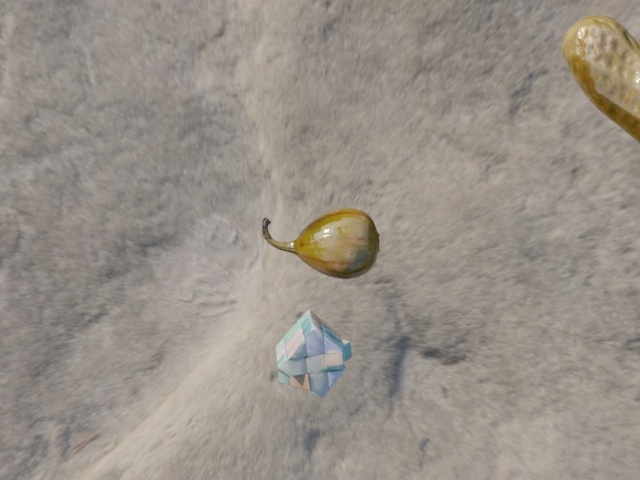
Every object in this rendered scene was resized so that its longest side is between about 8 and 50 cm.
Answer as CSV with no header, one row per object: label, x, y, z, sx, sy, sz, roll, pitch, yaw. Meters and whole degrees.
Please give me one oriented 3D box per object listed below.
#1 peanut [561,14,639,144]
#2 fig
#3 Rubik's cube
peanut,0.376,-0.177,1.269,0.226,0.095,0.108,42,120,16
fig,0.000,0.000,0.752,0.083,0.050,0.050,7,86,7
Rubik's cube,-0.006,0.130,1.205,0.073,0.075,0.084,35,117,-16
